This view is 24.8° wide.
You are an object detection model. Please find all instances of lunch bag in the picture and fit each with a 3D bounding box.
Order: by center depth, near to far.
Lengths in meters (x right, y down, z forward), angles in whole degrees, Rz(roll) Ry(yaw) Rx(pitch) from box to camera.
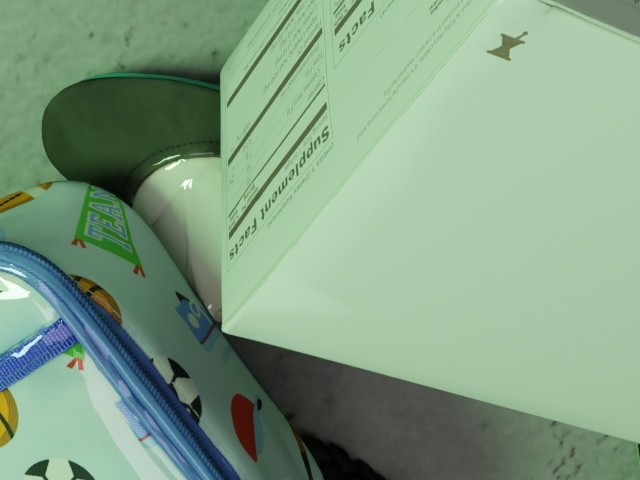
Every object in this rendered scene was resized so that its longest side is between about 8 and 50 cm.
[{"bbox_3d":[-0.168,0.120,0.669,0.303,0.115,0.243,-30,106,24],"label":"lunch bag"}]

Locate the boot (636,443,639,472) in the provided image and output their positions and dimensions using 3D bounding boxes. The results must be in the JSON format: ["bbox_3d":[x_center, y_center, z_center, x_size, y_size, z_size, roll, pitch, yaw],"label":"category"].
[{"bbox_3d":[0.262,0.147,0.770,0.176,0.088,0.244,-9,105,-4],"label":"boot"}]

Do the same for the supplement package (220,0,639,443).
[{"bbox_3d":[0.117,-0.039,0.592,0.261,0.145,0.204,18,137,-23],"label":"supplement package"}]

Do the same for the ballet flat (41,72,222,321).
[{"bbox_3d":[0.000,0.000,0.684,0.280,0.096,0.095,18,128,-9],"label":"ballet flat"}]

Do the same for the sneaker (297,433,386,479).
[{"bbox_3d":[0.034,0.221,0.764,0.283,0.107,0.124,40,106,-15],"label":"sneaker"}]
